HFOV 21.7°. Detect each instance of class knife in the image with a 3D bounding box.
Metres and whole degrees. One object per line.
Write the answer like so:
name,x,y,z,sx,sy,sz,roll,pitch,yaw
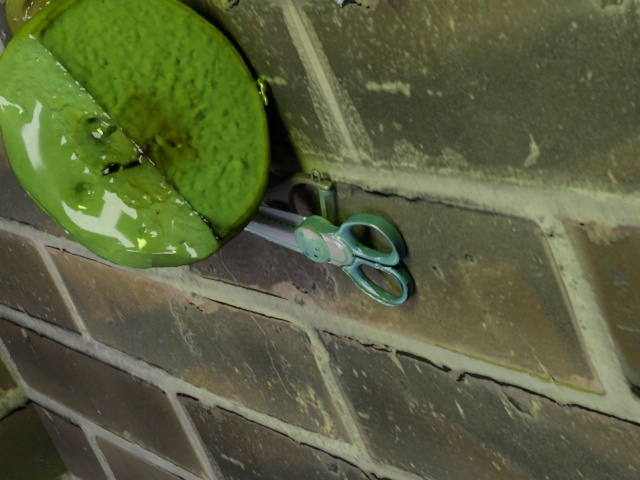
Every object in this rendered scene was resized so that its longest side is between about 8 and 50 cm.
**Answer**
knife,-0.082,-0.095,2.061,0.278,0.053,0.123,38,145,36

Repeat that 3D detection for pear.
pear,-0.239,-0.130,2.024,0.342,0.238,0.318,49,144,-9

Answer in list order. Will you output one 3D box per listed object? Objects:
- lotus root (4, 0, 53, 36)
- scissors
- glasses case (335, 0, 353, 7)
lotus root,-0.300,-0.248,2.181,0.278,0.154,0.154,47,157,0
scissors,0.000,0.000,1.984,0.256,0.030,0.125,18,138,36
glasses case,-0.026,-0.355,1.636,0.266,0.056,0.105,48,131,21
